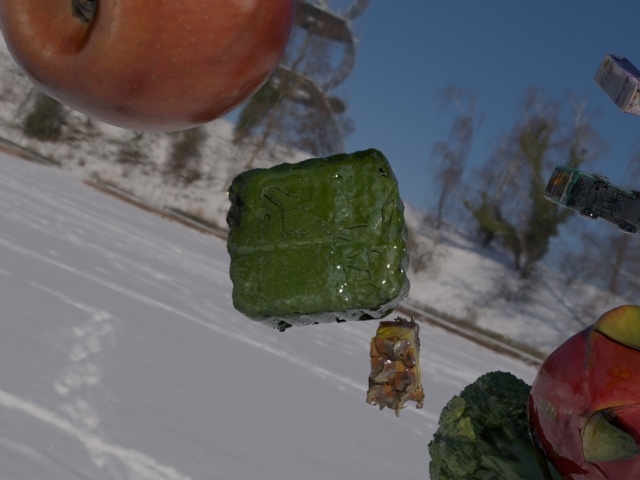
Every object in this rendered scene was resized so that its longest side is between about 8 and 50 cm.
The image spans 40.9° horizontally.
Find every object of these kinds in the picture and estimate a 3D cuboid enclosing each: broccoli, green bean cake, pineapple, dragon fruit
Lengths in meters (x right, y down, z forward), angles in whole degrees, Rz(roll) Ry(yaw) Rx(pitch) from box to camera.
[{"bbox_3d":[0.256,0.354,1.273,0.186,0.254,0.302,36,16,-24],"label":"broccoli"},{"bbox_3d":[0.000,0.000,1.035,0.214,0.200,0.113,-6,-16,12],"label":"green bean cake"},{"bbox_3d":[0.090,0.135,0.990,0.069,0.116,0.137,4,-37,6],"label":"pineapple"},{"bbox_3d":[0.417,0.245,1.072,0.290,0.290,0.189,25,25,-16],"label":"dragon fruit"}]

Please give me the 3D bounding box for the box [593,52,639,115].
[{"bbox_3d":[0.447,-0.230,1.266,0.036,0.050,0.117,9,31,-15],"label":"box"}]

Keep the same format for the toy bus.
[{"bbox_3d":[0.561,-0.077,1.706,0.262,0.091,0.109,17,7,-32],"label":"toy bus"}]

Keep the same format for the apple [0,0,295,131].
[{"bbox_3d":[-0.162,-0.219,0.775,0.272,0.251,0.206,30,42,21],"label":"apple"}]
